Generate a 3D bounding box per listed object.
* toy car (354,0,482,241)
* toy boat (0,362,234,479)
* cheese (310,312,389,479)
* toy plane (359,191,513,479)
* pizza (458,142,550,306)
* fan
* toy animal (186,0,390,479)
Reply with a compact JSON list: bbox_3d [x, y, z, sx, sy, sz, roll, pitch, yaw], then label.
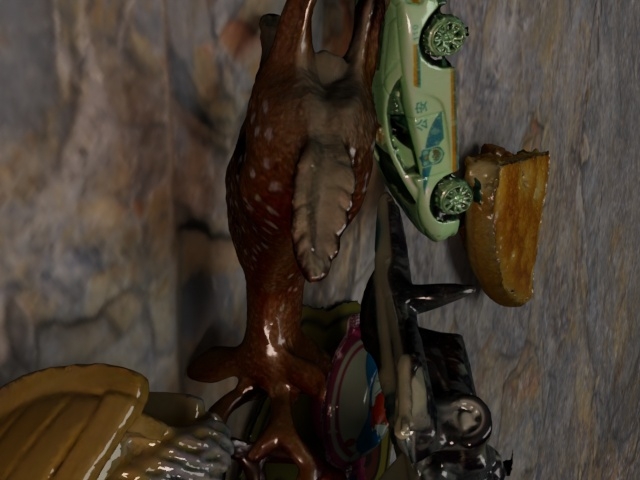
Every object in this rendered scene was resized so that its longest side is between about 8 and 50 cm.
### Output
[{"bbox_3d":[0.051,-0.079,0.669,0.058,0.093,0.186,-18,124,-14],"label":"toy car"},{"bbox_3d":[-0.107,0.200,0.385,0.089,0.121,0.321,55,49,-62],"label":"toy boat"},{"bbox_3d":[0.019,0.117,0.680,0.095,0.038,0.145,-3,98,-63],"label":"cheese"},{"bbox_3d":[0.061,0.078,0.621,0.192,0.088,0.262,67,24,-55],"label":"toy plane"},{"bbox_3d":[0.150,-0.021,0.913,0.134,0.046,0.175,-57,145,-38],"label":"pizza"},{"bbox_3d":[0.005,0.186,0.726,0.229,0.011,0.335,-47,136,-50],"label":"fan"},{"bbox_3d":[-0.019,-0.002,0.496,0.243,0.087,0.260,80,18,-73],"label":"toy animal"}]
